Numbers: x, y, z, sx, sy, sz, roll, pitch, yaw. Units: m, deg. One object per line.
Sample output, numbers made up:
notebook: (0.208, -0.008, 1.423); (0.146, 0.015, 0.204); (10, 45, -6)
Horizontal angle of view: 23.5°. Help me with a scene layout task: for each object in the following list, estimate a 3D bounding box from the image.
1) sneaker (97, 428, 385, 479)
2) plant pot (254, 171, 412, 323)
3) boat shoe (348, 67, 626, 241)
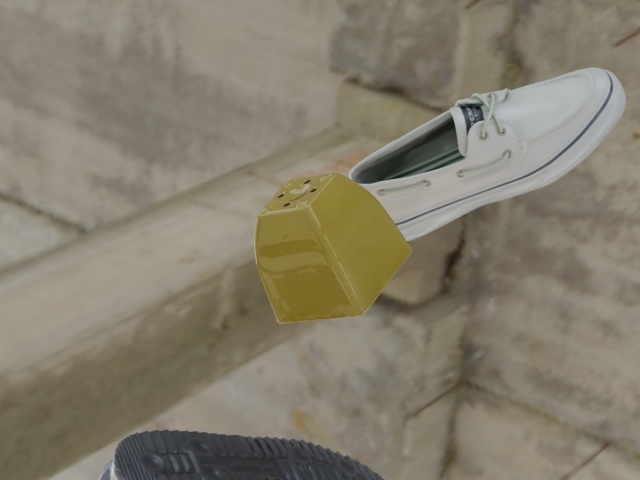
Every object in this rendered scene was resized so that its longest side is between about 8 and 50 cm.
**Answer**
sneaker: (-0.073, 0.261, 1.455); (0.131, 0.319, 0.112); (-59, -147, 29)
plant pot: (0.000, 0.000, 1.085); (0.081, 0.081, 0.083); (-8, -60, 39)
boat shoe: (0.127, -0.075, 1.198); (0.226, 0.076, 0.083); (-32, -138, 13)
